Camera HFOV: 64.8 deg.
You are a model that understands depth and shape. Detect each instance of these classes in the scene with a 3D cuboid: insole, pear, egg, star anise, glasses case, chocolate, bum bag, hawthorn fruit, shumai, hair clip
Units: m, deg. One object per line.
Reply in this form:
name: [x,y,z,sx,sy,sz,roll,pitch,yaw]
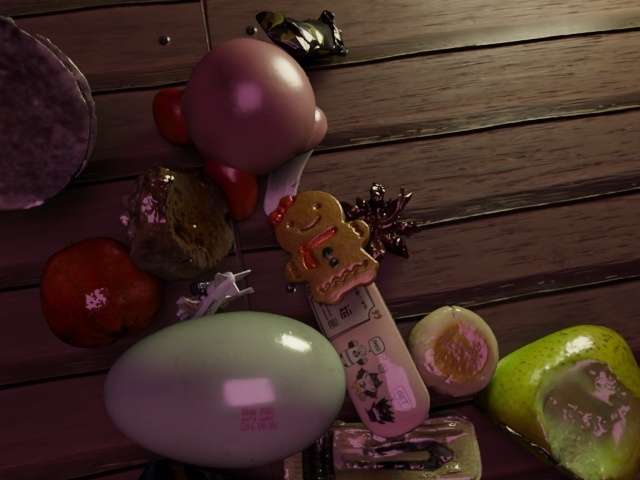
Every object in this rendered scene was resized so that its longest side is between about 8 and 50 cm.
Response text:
insole: [-0.058,-0.149,0.943,0.080,0.003,0.232,16,81,-2]
pear: [0.443,0.271,0.849,0.291,0.159,0.293,1,80,-5]
egg: [-0.146,0.226,0.775,0.370,0.230,0.230,-4,83,2]
star anise: [0.103,-0.027,0.915,0.167,0.057,0.168,0,89,2]
glasses case: [0.074,0.170,0.847,0.121,0.075,0.315,-26,69,4]
chocolate: [-0.523,-0.212,0.806,0.302,0.213,0.304,-10,115,-22]
bum bag: [-0.024,-0.363,0.888,0.106,0.232,0.060,43,126,8]
hawthorn fruit: [-0.361,0.070,0.814,0.179,0.179,0.200,-34,72,-8]
shumai: [-0.261,-0.032,0.804,0.185,0.218,0.184,10,91,20]
hair clip: [0.100,0.364,0.842,0.320,0.091,0.139,-2,60,-1]

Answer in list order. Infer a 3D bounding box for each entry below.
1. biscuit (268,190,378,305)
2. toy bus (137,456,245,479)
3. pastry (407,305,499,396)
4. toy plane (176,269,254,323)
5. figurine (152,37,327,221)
biscuit: [0.000,0.000,0.869,0.165,0.036,0.226,-31,64,3]
toy bus: [-0.126,0.445,0.713,0.323,0.194,0.162,27,88,-26]
pastry: [0.227,0.193,0.876,0.156,0.092,0.157,1,83,-7]
toy plane: [-0.193,0.104,0.850,0.171,0.162,0.066,-37,71,28]
figurine: [-0.129,-0.210,0.839,0.261,0.211,0.270,-36,86,-7]
